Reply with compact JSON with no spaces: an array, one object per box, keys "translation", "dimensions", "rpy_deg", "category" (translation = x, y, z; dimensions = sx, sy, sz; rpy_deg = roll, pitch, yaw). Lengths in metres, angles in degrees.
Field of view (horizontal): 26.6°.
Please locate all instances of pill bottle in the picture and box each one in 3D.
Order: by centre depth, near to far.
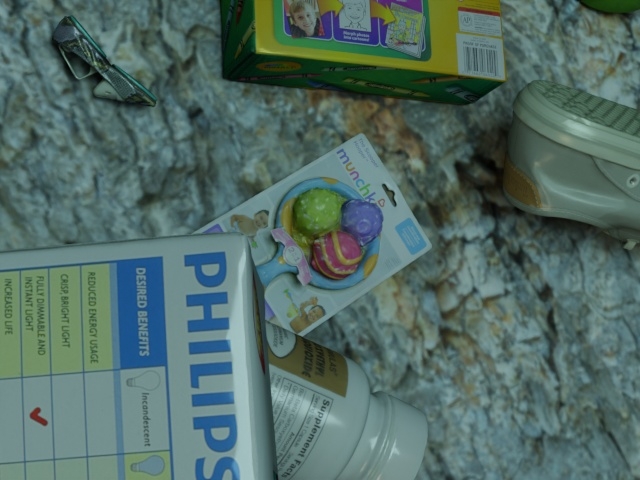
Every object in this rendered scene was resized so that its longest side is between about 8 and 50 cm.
[{"translation":[-0.028,0.150,1.185],"dimensions":[0.229,0.131,0.131],"rpy_deg":[26,68,-17],"category":"pill bottle"}]

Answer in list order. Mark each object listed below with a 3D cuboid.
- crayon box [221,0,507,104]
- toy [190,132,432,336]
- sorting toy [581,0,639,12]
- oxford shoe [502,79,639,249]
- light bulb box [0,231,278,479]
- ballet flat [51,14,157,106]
[{"translation":[0.043,-0.236,1.343],"dimensions":[0.279,0.081,0.165],"rpy_deg":[3,75,-24],"category":"crayon box"},{"translation":[0.000,0.000,1.278],"dimensions":[0.237,0.056,0.137],"rpy_deg":[-32,93,-28],"category":"toy"},{"translation":[0.356,-0.326,1.519],"dimensions":[0.366,0.127,0.126],"rpy_deg":[30,37,-12],"category":"sorting toy"},{"translation":[0.367,-0.048,1.428],"dimensions":[0.449,0.169,0.130],"rpy_deg":[14,113,-29],"category":"oxford shoe"},{"translation":[-0.209,0.198,0.965],"dimensions":[0.361,0.225,0.357],"rpy_deg":[-5,79,1],"category":"light bulb box"},{"translation":[-0.202,-0.154,1.240],"dimensions":[0.114,0.041,0.041],"rpy_deg":[44,64,-8],"category":"ballet flat"}]
